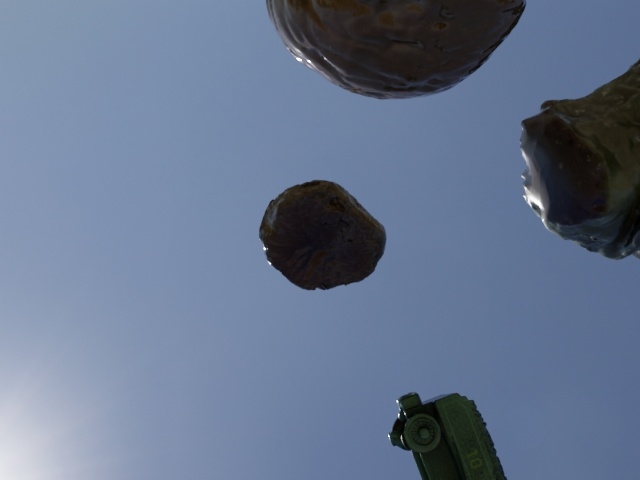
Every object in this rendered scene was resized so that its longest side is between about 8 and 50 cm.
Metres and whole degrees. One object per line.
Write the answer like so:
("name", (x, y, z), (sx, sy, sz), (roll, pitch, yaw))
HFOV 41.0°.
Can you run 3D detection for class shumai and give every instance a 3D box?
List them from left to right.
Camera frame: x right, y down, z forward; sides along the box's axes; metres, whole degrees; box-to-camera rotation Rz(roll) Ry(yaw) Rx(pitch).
("shumai", (0.377, -0.107, 1.139), (0.263, 0.309, 0.304), (-2, -174, -11))

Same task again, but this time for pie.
("pie", (0.000, 0.000, 1.289), (0.195, 0.195, 0.046), (-4, -145, 7))

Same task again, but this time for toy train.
("toy train", (0.137, 0.234, 0.887), (0.099, 0.172, 0.070), (-18, 172, -13))

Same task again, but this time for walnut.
("walnut", (0.061, -0.230, 0.724), (0.228, 0.228, 0.228), (-6, -146, 4))
